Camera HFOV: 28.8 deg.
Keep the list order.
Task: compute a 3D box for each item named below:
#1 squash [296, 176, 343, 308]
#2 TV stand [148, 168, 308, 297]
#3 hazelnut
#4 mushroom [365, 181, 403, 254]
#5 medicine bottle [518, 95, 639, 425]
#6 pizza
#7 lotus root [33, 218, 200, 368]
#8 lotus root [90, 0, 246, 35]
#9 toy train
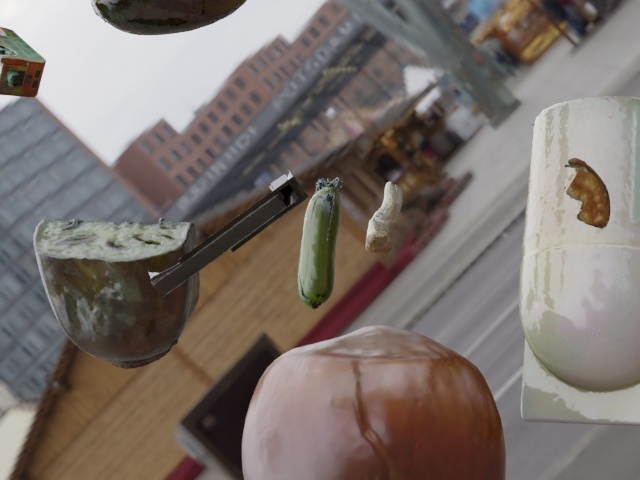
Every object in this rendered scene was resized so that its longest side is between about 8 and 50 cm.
[{"bbox_3d":[0.000,0.000,1.605,0.052,0.052,0.183,135,147,-64],"label":"squash"},{"bbox_3d":[-0.136,-0.010,1.814,0.256,0.040,0.049,-36,23,0],"label":"TV stand"},{"bbox_3d":[0.071,0.284,1.528,0.315,0.372,0.372,-38,5,39],"label":"hazelnut"},{"bbox_3d":[0.146,-0.053,2.735,0.054,0.059,0.202,-7,43,31],"label":"mushroom"},{"bbox_3d":[0.379,0.039,1.630,0.236,0.235,0.406,135,144,-72],"label":"medicine bottle"},{"bbox_3d":[0.242,-0.043,1.137,0.037,0.083,0.016,-30,28,4],"label":"pizza"},{"bbox_3d":[-0.344,0.107,2.102,0.149,0.267,0.260,-78,-11,-58],"label":"lotus root"},{"bbox_3d":[-0.243,-0.406,1.996,0.274,0.160,0.152,-5,45,24],"label":"lotus root"},{"bbox_3d":[-0.528,-0.297,2.072,0.099,0.188,0.072,4,-64,-43],"label":"toy train"}]
